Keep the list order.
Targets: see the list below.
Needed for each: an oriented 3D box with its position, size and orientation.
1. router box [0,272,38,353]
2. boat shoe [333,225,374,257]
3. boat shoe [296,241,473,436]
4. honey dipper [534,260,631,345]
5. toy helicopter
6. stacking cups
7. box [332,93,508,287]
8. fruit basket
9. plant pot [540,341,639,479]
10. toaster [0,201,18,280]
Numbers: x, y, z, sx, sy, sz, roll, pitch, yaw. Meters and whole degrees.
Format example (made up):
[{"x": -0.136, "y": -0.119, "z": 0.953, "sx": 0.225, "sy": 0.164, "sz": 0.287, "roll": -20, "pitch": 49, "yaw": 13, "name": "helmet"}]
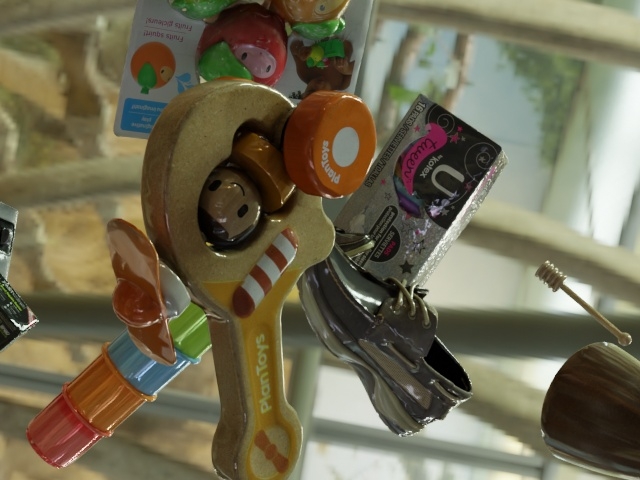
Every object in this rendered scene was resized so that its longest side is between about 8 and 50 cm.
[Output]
[{"x": -0.371, "y": 0.069, "z": 1.547, "sx": 0.092, "sy": 0.122, "sz": 0.038, "roll": -36, "pitch": -177, "yaw": 28, "name": "router box"}, {"x": 0.000, "y": 0.000, "z": 1.895, "sx": 0.056, "sy": 0.152, "sz": 0.049, "roll": -29, "pitch": 109, "yaw": -52, "name": "boat shoe"}, {"x": 0.080, "y": 0.095, "z": 1.783, "sx": 0.355, "sy": 0.130, "sz": 0.132, "roll": 54, "pitch": 18, "yaw": -40, "name": "boat shoe"}, {"x": 0.365, "y": 0.088, "z": 2.013, "sx": 0.030, "sy": 0.160, "sz": 0.030, "roll": -43, "pitch": 161, "yaw": -19, "name": "honey dipper"}, {"x": -0.072, "y": 0.051, "z": 1.156, "sx": 0.235, "sy": 0.140, "sz": 0.355, "roll": -27, "pitch": 120, "yaw": -44, "name": "toy helicopter"}, {"x": -0.174, "y": 0.119, "z": 1.515, "sx": 0.316, "sy": 0.096, "sz": 0.096, "roll": -44, "pitch": -177, "yaw": 6, "name": "stacking cups"}, {"x": 0.134, "y": -0.054, "z": 2.008, "sx": 0.247, "sy": 0.142, "sz": 0.163, "roll": -57, "pitch": 170, "yaw": 4, "name": "box"}, {"x": -0.068, "y": -0.278, "z": 1.750, "sx": 0.165, "sy": 0.327, "sz": 0.353, "roll": 19, "pitch": -79, "yaw": 56, "name": "fruit basket"}, {"x": 0.518, "y": 0.305, "z": 2.393, "sx": 0.230, "sy": 0.215, "sz": 0.215, "roll": 25, "pitch": -70, "yaw": 51, "name": "plant pot"}, {"x": -0.483, "y": 0.034, "z": 1.870, "sx": 0.110, "sy": 0.185, "sz": 0.168, "roll": 26, "pitch": 64, "yaw": -48, "name": "toaster"}]
